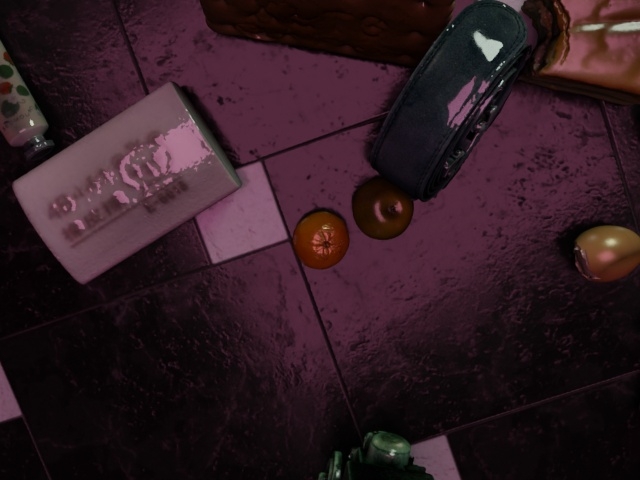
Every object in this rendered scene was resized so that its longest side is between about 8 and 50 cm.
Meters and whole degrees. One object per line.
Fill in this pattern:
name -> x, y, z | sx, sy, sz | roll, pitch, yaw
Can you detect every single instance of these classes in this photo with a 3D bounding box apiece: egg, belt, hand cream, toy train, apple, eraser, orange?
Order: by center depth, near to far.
belt -> 0.165, -0.177, 0.923 | 0.116, 0.206, 0.268 | 36, 118, 13
toy train -> 0.065, 0.431, 1.014 | 0.166, 0.238, 0.299 | 9, 100, -3
egg -> 0.406, 0.017, 1.020 | 0.096, 0.080, 0.080 | -17, 98, 7
eraser -> -0.269, -0.080, 1.020 | 0.270, 0.095, 0.174 | -31, 99, 7
hand cream -> -0.467, -0.239, 1.022 | 0.095, 0.059, 0.276 | -32, 92, 4
apple -> 0.090, -0.045, 1.024 | 0.089, 0.074, 0.090 | 0, 90, -18
orange -> 0.000, 0.000, 1.035 | 0.083, 0.070, 0.083 | 0, 98, -3

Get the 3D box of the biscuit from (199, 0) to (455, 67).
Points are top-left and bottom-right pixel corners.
biscuit -> 0.001, -0.295, 0.923 | 0.324, 0.217, 0.044 | 10, 79, -1

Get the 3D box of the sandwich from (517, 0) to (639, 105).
sandwich -> 0.368, -0.305, 0.934 | 0.198, 0.155, 0.228 | 12, 98, 0
